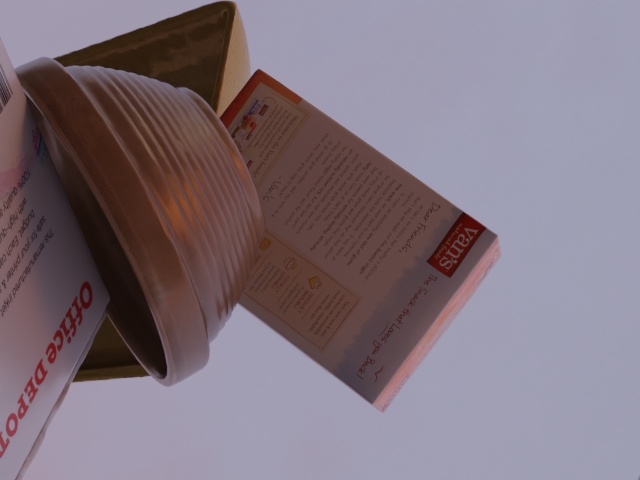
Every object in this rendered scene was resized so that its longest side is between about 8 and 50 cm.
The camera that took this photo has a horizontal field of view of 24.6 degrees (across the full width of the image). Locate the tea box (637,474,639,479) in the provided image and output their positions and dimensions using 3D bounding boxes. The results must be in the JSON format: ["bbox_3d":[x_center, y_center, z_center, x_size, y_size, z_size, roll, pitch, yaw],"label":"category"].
[{"bbox_3d":[0.320,0.174,0.632,0.220,0.323,0.329,-33,-115,-16],"label":"tea box"}]

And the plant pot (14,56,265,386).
[{"bbox_3d":[-0.113,-0.029,0.996,0.109,0.237,0.237,-29,-131,-16],"label":"plant pot"}]

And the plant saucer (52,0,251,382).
[{"bbox_3d":[-0.185,-0.021,1.324,0.333,0.081,0.333,-9,-116,44],"label":"plant saucer"}]

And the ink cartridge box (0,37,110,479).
[{"bbox_3d":[-0.247,-0.006,0.863,0.117,0.278,0.201,-4,-144,19],"label":"ink cartridge box"}]

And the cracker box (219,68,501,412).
[{"bbox_3d":[0.000,0.000,1.116,0.232,0.067,0.156,36,-95,16],"label":"cracker box"}]
